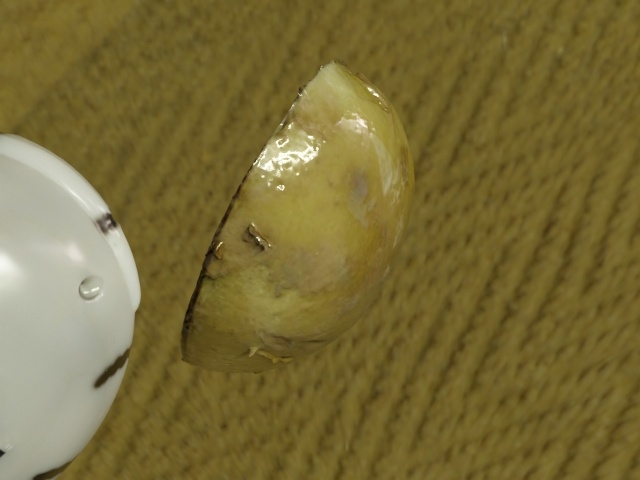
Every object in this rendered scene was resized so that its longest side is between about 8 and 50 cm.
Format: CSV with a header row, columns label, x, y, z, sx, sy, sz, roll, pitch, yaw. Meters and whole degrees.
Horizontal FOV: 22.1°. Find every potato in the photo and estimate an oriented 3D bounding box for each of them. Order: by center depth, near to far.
label,x,y,z,sx,sy,sz,roll,pitch,yaw
potato,0.000,0.000,1.225,0.116,0.299,0.239,27,58,3

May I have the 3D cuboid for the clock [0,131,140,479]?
label,x,y,z,sx,sy,sz,roll,pitch,yaw
clock,-0.109,0.059,0.409,0.176,0.080,0.117,-42,103,4
